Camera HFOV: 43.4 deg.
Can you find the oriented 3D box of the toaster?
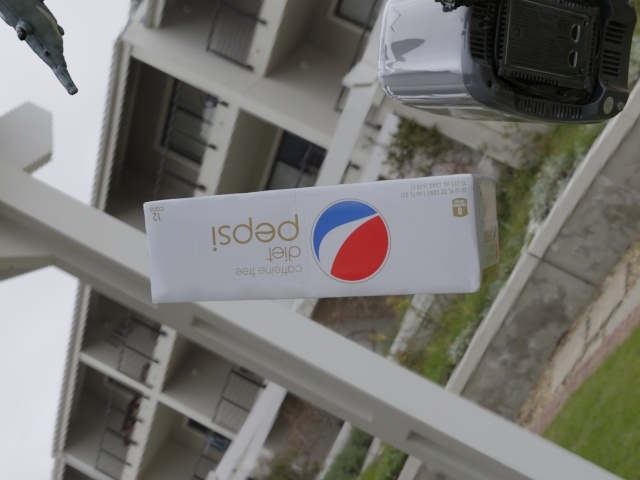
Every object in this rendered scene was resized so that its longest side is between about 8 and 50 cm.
[{"bbox_3d":[0.150,-0.167,0.699,0.146,0.227,0.129,10,98,58],"label":"toaster"}]

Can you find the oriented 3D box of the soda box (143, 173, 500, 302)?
[{"bbox_3d":[0.000,0.000,0.511,0.074,0.216,0.069,-10,-84,-69],"label":"soda box"}]

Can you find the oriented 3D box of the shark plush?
[{"bbox_3d":[-0.329,-0.230,0.900,0.073,0.161,0.067,-20,6,13],"label":"shark plush"}]
